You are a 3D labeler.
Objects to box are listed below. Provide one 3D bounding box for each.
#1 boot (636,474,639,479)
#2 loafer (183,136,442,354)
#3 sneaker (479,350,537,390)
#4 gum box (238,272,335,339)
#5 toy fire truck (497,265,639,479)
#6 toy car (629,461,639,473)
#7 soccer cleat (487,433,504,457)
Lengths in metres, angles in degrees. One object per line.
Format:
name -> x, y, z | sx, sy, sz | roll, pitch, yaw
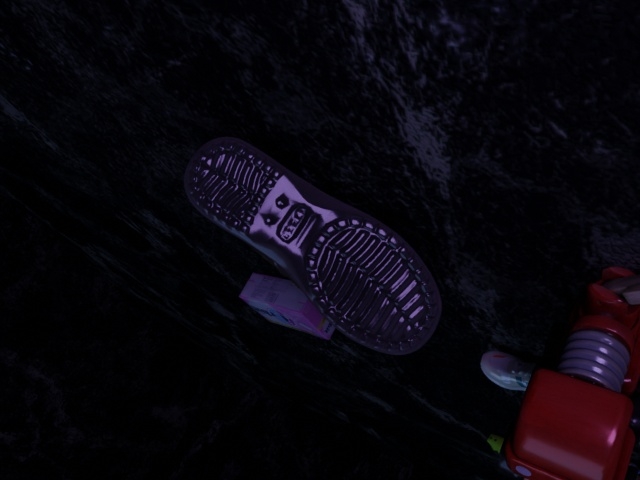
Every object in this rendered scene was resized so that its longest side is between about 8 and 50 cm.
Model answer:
boot -> 0.558, 0.559, 1.124 | 0.090, 0.206, 0.248 | 16, 155, 30
loafer -> 0.000, 0.000, 0.729 | 0.366, 0.133, 0.130 | 41, -179, -3
sneaker -> 0.321, 0.197, 0.841 | 0.161, 0.057, 0.075 | 25, 142, 14
gum box -> -0.066, 0.129, 1.143 | 0.189, 0.062, 0.107 | 9, 150, 41
toy fire truck -> 0.270, 0.114, 0.518 | 0.159, 0.217, 0.246 | 16, 140, 32
toy car -> 0.605, 0.413, 1.002 | 0.041, 0.060, 0.122 | -8, -155, -37
soccer cleat -> 0.459, 0.525, 1.388 | 0.072, 0.060, 0.178 | 20, 152, 47
